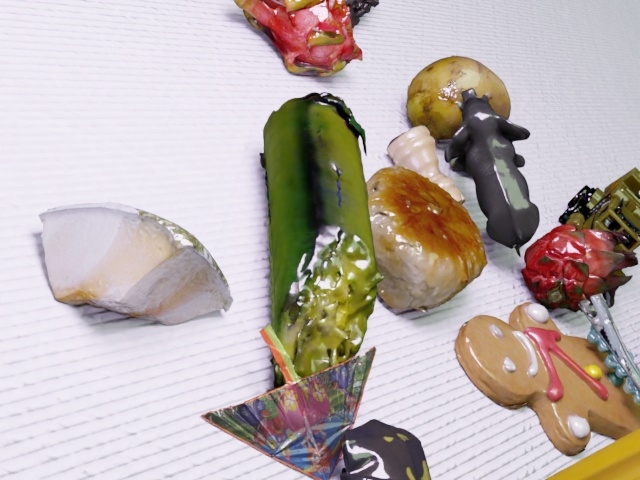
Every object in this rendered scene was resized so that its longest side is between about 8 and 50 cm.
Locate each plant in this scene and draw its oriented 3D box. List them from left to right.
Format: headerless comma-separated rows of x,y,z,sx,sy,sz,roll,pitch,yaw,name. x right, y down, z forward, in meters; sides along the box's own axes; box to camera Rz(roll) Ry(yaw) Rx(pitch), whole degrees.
0.060,-0.396,1.502,0.174,0.087,0.085,-53,130,-58,plant

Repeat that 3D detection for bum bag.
0.072,0.266,0.836,0.106,0.060,0.232,17,42,-32,bum bag

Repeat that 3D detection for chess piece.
0.147,-0.092,1.285,0.066,0.066,0.122,-11,67,-49,chess piece

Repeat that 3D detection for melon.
-0.150,0.024,0.837,0.202,0.139,0.093,24,62,-28,melon

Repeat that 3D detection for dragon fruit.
-0.025,-0.310,1.292,0.207,0.150,0.133,17,13,-22,dragon fruit
0.350,0.039,1.282,0.142,0.130,0.121,5,88,-27,dragon fruit

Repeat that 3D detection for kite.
-0.020,0.152,0.869,0.190,0.010,0.159,-16,88,-27,kite

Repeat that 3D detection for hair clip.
0.389,0.148,1.201,0.049,0.049,0.173,2,54,-43,hair clip

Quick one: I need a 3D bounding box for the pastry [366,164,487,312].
0.113,-0.008,1.133,0.182,0.093,0.192,47,36,10,pastry

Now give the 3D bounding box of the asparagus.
0.000,0.000,0.994,0.108,0.128,0.382,69,12,-47,asparagus

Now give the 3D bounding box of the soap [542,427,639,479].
0.271,0.274,0.801,0.096,0.324,0.204,40,37,-12,soap

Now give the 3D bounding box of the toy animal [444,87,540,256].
0.244,-0.101,1.275,0.245,0.114,0.146,61,11,8,toy animal

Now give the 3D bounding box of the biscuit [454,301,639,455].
0.311,0.171,1.180,0.339,0.047,0.216,22,39,-27,biscuit

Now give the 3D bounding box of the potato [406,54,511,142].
0.208,-0.214,1.409,0.176,0.137,0.137,-5,56,-50,potato

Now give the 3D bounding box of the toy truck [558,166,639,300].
0.445,-0.015,1.437,0.127,0.127,0.257,46,39,2,toy truck

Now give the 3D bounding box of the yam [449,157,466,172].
0.235,-0.118,1.408,0.094,0.043,0.043,17,42,-29,yam
